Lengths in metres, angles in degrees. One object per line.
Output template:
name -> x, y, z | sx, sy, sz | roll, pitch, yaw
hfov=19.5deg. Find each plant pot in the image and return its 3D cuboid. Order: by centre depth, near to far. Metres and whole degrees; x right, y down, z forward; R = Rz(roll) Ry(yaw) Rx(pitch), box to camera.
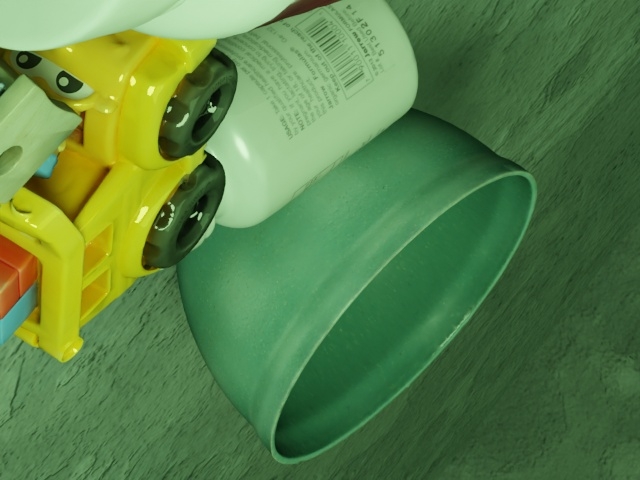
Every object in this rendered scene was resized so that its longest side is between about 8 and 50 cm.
plant pot -> 0.000, 0.000, 1.457 | 0.293, 0.196, 0.293 | -41, 161, -18

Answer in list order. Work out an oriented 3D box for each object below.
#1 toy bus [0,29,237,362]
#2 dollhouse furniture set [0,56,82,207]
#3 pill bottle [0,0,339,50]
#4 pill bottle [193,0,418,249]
toy bus -> -0.165, -0.034, 1.057 | 0.211, 0.149, 0.220 | -49, 164, -35
dollhouse furniture set -> -0.234, -0.076, 0.908 | 0.129, 0.129, 0.183 | -48, 162, 1
pill bottle -> -0.024, -0.225, 0.930 | 0.392, 0.224, 0.224 | -25, 150, -48
pill bottle -> -0.054, -0.084, 1.279 | 0.229, 0.131, 0.131 | -38, 159, -27
